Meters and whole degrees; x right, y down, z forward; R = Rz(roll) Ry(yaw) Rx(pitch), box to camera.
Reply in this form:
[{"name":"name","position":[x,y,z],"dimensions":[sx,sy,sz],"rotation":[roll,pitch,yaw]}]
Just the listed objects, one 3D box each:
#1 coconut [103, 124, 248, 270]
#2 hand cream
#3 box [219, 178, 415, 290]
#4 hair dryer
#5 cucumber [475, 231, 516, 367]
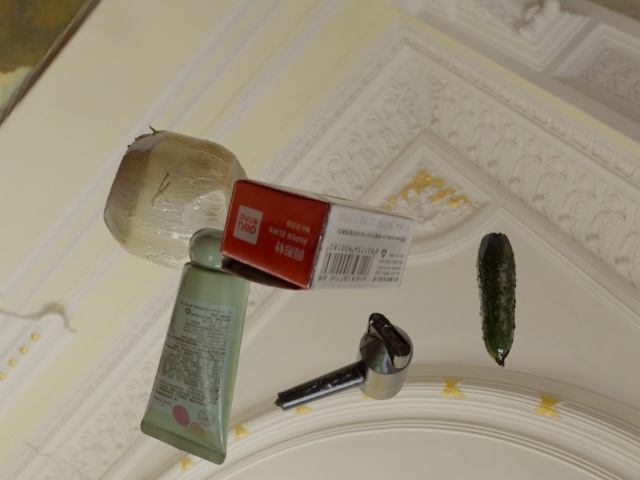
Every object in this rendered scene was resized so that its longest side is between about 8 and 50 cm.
[{"name":"coconut","position":[-0.342,-0.090,1.526],"dimensions":[0.346,0.360,0.347],"rotation":[-160,-90,-78]},{"name":"hand cream","position":[-0.161,0.137,0.823],"dimensions":[0.147,0.093,0.306],"rotation":[13,-91,23]},{"name":"box","position":[0.000,0.000,0.648],"dimensions":[0.133,0.182,0.099],"rotation":[17,-83,35]},{"name":"hair dryer","position":[0.045,0.272,1.234],"dimensions":[0.302,0.244,0.116],"rotation":[-20,-122,-11]},{"name":"cucumber","position":[0.288,0.093,0.983],"dimensions":[0.069,0.069,0.228],"rotation":[-10,-114,34]}]
